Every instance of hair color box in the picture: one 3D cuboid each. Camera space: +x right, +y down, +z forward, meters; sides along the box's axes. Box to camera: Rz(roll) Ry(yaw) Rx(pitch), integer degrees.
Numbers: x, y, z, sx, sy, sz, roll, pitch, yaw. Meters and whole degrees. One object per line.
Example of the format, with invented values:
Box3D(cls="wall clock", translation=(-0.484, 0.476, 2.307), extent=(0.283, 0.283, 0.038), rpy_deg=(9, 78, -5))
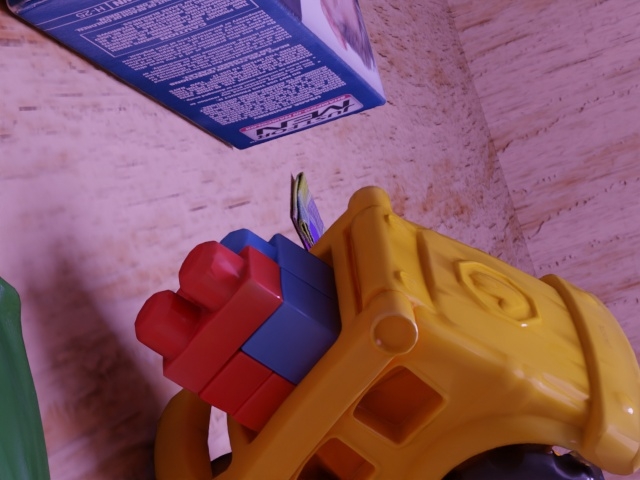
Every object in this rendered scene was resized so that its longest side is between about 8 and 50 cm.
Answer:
Box3D(cls="hair color box", translation=(-0.070, -0.171, 0.991), extent=(0.347, 0.105, 0.174), rpy_deg=(28, 46, -74))

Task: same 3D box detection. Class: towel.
Box3D(cls="towel", translation=(0.000, 0.000, 1.285), extent=(0.060, 0.009, 0.083), rpy_deg=(-89, 158, -55))

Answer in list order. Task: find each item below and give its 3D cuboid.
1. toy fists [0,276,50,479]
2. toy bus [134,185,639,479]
Box3D(cls="toy fists", translation=(-0.099, 0.083, 0.257), extent=(0.142, 0.096, 0.279), rpy_deg=(69, 14, -61))
Box3D(cls="toy bus", translation=(0.000, 0.088, 0.822), extent=(0.211, 0.220, 0.149), rpy_deg=(30, 24, -21))
